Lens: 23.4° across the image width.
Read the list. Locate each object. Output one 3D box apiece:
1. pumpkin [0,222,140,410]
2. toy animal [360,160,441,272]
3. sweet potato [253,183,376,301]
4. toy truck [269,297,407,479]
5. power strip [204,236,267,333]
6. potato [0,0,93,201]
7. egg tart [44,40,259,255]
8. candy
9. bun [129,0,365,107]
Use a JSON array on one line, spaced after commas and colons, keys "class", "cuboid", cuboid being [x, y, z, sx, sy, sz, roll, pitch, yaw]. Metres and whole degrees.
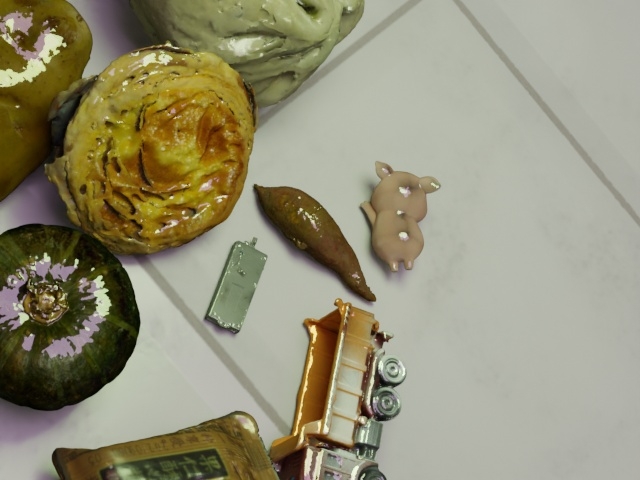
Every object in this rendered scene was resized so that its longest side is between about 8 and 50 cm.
[{"class": "pumpkin", "cuboid": [-0.320, 0.088, 1.788, 0.223, 0.157, 0.224, 2, 72, -6]}, {"class": "toy animal", "cuboid": [0.109, -0.030, 2.079, 0.083, 0.089, 0.150, 6, 78, -27]}, {"class": "sweet potato", "cuboid": [0.002, -0.003, 2.028, 0.226, 0.068, 0.068, 44, 59, -6]}, {"class": "toy truck", "cuboid": [0.021, 0.221, 1.927, 0.135, 0.114, 0.270, 20, 63, -19]}, {"class": "power strip", "cuboid": [-0.105, 0.054, 1.980, 0.051, 0.019, 0.136, 26, 63, -14]}, {"class": "potato", "cuboid": [-0.420, -0.148, 1.834, 0.176, 0.195, 0.369, 20, 63, 31]}, {"class": "egg tart", "cuboid": [-0.213, -0.123, 1.884, 0.297, 0.297, 0.132, -12, 38, -29]}, {"class": "candy", "cuboid": [-0.171, 0.281, 1.819, 0.271, 0.101, 0.143, -8, 57, -33]}, {"class": "bun", "cuboid": [-0.079, -0.353, 1.955, 0.326, 0.234, 0.362, 19, 95, -44]}]
